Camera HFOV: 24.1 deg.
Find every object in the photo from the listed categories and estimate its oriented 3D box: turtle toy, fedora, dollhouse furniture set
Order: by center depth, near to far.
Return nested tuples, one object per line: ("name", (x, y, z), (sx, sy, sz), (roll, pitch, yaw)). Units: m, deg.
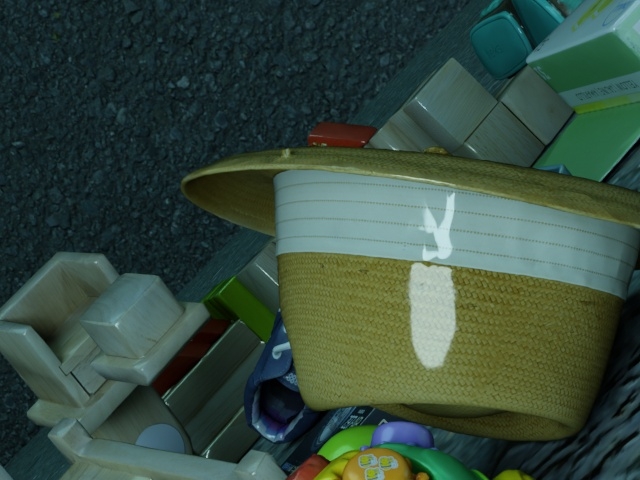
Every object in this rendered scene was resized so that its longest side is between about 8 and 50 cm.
("turtle toy", (0.016, 0.090, 0.437), (0.095, 0.066, 0.130), (-45, -6, 11))
("fedora", (0.039, 0.022, 0.493), (0.194, 0.194, 0.079), (158, 121, -77))
("dollhouse furniture set", (-0.065, 0.165, 0.618), (0.355, 0.174, 0.303), (2, 43, 50))

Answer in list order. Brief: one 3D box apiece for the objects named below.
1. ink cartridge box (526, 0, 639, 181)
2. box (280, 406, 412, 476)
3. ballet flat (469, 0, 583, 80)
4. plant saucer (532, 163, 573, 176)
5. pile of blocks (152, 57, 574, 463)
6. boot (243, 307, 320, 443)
("ink cartridge box", (0.150, -0.088, 0.813), (0.235, 0.056, 0.171), (-45, 5, -4))
("box", (0.014, 0.093, 0.704), (0.067, 0.018, 0.083), (-48, 5, -10))
("ballet flat", (0.173, -0.163, 1.064), (0.087, 0.083, 0.247), (-33, 6, -5))
("plant saucer", (0.088, -0.002, 0.748), (0.192, 0.018, 0.067), (-174, 107, -84))
("pile of blocks", (0.000, 0.000, 0.999), (0.362, 0.112, 0.149), (-45, 6, 9))
("boot", (0.011, 0.040, 0.816), (0.086, 0.069, 0.190), (-58, -7, -37))
